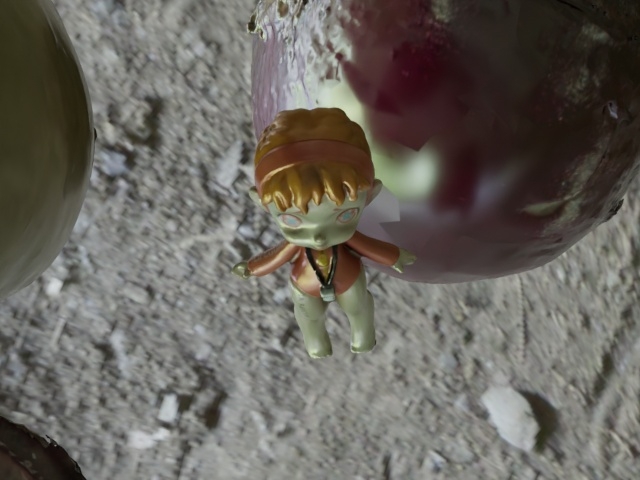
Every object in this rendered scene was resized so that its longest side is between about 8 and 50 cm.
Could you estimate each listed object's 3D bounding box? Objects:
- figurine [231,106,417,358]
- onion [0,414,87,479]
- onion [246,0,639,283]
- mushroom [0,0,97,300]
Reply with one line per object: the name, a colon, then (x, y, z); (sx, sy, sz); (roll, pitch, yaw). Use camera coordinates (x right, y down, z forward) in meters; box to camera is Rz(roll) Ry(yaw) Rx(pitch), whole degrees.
figurine: (0.000, 0.000, 0.493); (0.064, 0.109, 0.047); (-8, 47, 1)
onion: (-0.213, 0.209, 0.750); (0.250, 0.111, 0.247); (4, 72, 12)
onion: (0.090, -0.094, 0.970); (0.337, 0.282, 0.260); (-24, 46, 54)
mushroom: (-0.248, 0.017, 0.500); (0.362, 0.362, 0.294); (-13, 94, 13)
